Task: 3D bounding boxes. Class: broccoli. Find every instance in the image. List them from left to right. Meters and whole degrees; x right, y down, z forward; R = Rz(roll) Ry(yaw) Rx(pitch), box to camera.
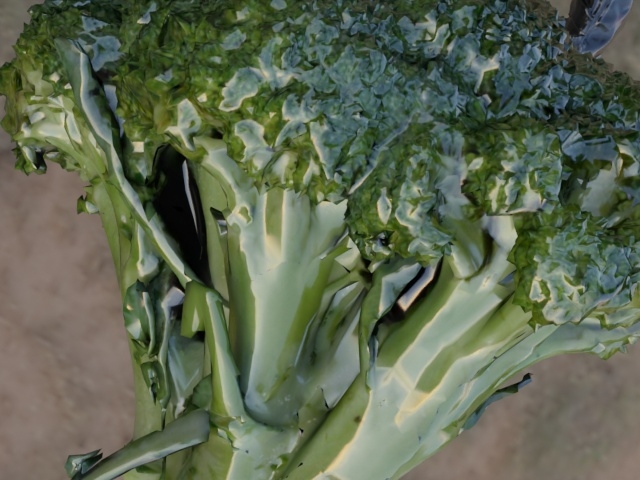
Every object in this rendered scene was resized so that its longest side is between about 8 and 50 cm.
[{"bbox_3d":[0.000,0.000,0.811,0.303,0.321,0.283,21,82,-10],"label":"broccoli"}]

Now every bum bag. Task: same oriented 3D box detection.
[{"bbox_3d":[0.164,-0.140,1.113,0.124,0.034,0.058,-63,169,23],"label":"bum bag"}]
